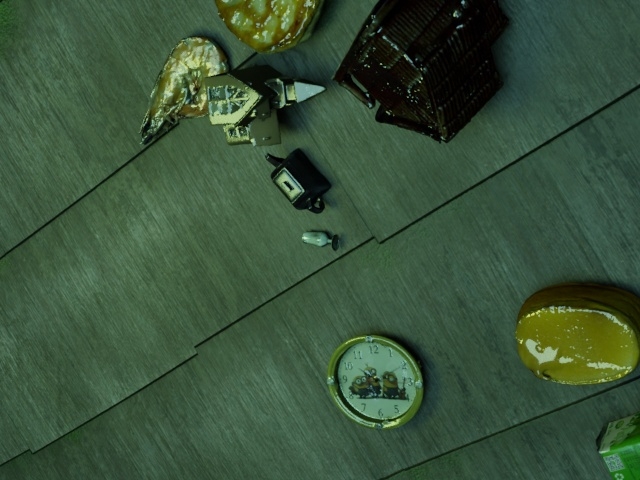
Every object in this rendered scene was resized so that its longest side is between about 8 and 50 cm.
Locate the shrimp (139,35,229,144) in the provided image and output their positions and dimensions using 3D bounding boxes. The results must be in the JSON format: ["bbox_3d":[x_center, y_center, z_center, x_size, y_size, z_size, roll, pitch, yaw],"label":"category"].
[{"bbox_3d":[-0.319,-0.332,2.122,0.164,0.062,0.317,40,115,8],"label":"shrimp"}]

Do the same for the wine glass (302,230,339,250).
[{"bbox_3d":[0.000,0.000,2.075,0.083,0.042,0.039,8,69,27],"label":"wine glass"}]

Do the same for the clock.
[{"bbox_3d":[0.131,0.320,2.089,0.236,0.057,0.237,6,107,22],"label":"clock"}]

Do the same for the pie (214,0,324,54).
[{"bbox_3d":[-0.105,-0.558,1.944,0.315,0.092,0.315,7,104,28],"label":"pie"}]

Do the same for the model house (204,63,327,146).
[{"bbox_3d":[-0.096,-0.294,1.955,0.248,0.181,0.176,-1,104,28],"label":"model house"}]

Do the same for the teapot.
[{"bbox_3d":[-0.057,-0.129,2.031,0.177,0.096,0.087,50,118,5],"label":"teapot"}]

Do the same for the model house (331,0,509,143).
[{"bbox_3d":[0.232,-0.372,1.788,0.282,0.297,0.317,40,80,1],"label":"model house"}]

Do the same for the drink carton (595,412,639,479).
[{"bbox_3d":[0.688,0.391,1.779,0.271,0.161,0.108,-29,90,29],"label":"drink carton"}]

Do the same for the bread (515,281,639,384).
[{"bbox_3d":[0.523,0.186,1.813,0.269,0.142,0.196,-2,105,28],"label":"bread"}]
